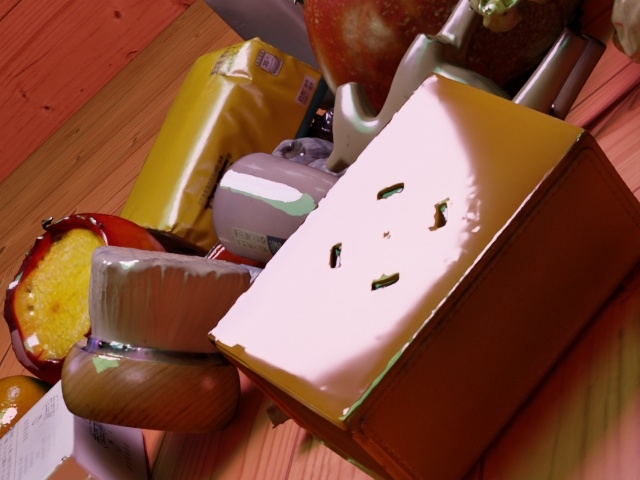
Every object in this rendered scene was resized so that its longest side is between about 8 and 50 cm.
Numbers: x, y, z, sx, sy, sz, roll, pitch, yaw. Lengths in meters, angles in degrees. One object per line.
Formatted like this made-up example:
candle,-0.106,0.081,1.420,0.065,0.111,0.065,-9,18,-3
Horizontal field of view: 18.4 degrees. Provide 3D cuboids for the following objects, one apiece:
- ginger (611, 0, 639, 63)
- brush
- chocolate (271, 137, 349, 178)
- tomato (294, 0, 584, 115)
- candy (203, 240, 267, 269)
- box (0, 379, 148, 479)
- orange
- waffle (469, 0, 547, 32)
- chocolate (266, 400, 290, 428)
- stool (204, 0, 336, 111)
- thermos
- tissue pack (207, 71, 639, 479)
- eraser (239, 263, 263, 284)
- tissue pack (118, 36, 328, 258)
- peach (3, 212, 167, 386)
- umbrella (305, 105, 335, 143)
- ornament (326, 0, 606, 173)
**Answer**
ginger,0.310,-0.252,1.700,0.190,0.126,0.354,-49,16,14
brush,-0.167,0.092,1.956,0.266,0.174,0.166,-173,89,-79
chocolate,0.001,-0.047,2.064,0.110,0.110,0.248,-46,17,4
tomato,0.117,-0.252,1.992,0.303,0.239,0.303,-43,11,10
candy,-0.108,0.043,2.189,0.292,0.059,0.086,-47,-6,0
box,-0.281,0.272,1.996,0.203,0.116,0.274,-46,15,4
orange,-0.355,0.232,2.287,0.156,0.124,0.156,-27,33,20
waffle,0.236,-0.317,1.698,0.317,0.073,0.297,-36,17,27
chocolate,0.073,0.061,1.675,0.329,0.065,0.102,-35,19,33
stool,0.029,-0.336,2.431,0.270,0.243,0.170,-53,17,-20
thermos,0.000,0.000,1.881,0.193,0.137,0.105,16,22,42
tissue pack,0.088,0.037,1.470,0.274,0.145,0.194,-50,35,-8
eraser,-0.067,0.075,2.044,0.092,0.046,0.212,-50,15,-10
tissue pack,-0.125,-0.098,2.377,0.192,0.134,0.271,-12,52,63
peach,-0.263,0.069,2.253,0.226,0.196,0.190,89,-166,-56
umbrella,-0.004,-0.127,2.384,0.144,0.040,0.037,-33,40,46
ornament,0.116,-0.128,1.815,0.230,0.061,0.245,41,109,35
